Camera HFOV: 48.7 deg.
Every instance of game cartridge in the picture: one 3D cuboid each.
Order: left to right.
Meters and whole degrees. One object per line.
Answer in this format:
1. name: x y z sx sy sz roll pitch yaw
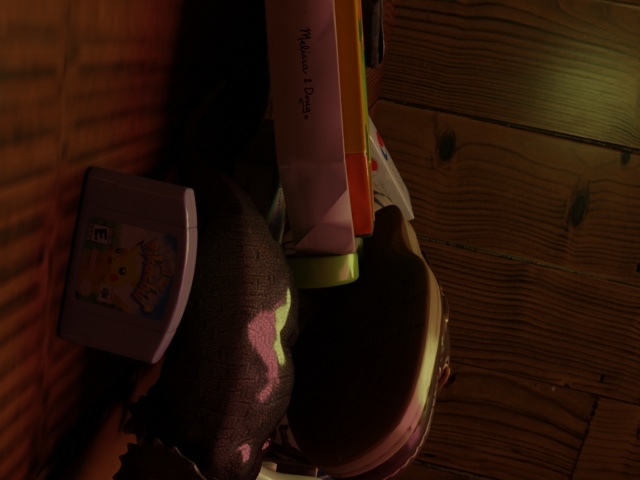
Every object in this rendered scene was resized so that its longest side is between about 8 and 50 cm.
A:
1. game cartridge: -0.086 0.012 0.325 0.017 0.056 0.083 -35 137 -82

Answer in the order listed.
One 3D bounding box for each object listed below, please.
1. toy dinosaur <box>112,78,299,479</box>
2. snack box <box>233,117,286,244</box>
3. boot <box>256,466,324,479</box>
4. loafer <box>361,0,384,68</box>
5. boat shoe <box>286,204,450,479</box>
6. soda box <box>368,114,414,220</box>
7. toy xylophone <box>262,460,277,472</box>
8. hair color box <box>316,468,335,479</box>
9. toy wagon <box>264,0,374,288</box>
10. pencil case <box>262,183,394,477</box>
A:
1. toy dinosaur: -0.053 0.060 0.402 0.160 0.121 0.313 168 -62 -72
2. snack box: -0.056 -0.030 0.660 0.100 0.037 0.141 -67 169 -57
3. boot: -0.030 0.277 0.567 0.244 0.088 0.176 39 21 -42
4. loafer: 0.051 -0.260 0.669 0.302 0.095 0.109 122 -12 -71
5. boat shoe: 0.060 0.083 0.564 0.123 0.123 0.342 -33 -165 14
6. soda box: 0.071 -0.109 1.078 0.216 0.074 0.069 54 22 -45
7. toy xylophone: -0.122 0.383 0.712 0.236 0.081 0.322 96 9 -55
8. hair color box: -0.031 0.287 0.992 0.347 0.105 0.173 94 -18 -56
9. toy wagon: 0.004 -0.112 0.551 0.344 0.068 0.267 -40 127 -83
10. pencil case: -0.002 0.070 0.805 0.410 0.160 0.183 -69 171 -58
